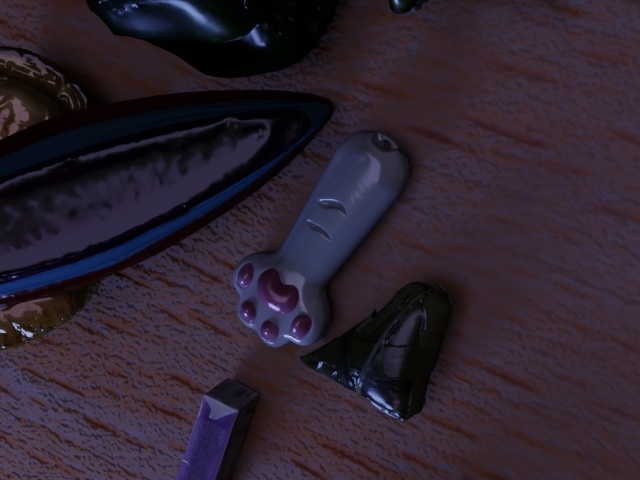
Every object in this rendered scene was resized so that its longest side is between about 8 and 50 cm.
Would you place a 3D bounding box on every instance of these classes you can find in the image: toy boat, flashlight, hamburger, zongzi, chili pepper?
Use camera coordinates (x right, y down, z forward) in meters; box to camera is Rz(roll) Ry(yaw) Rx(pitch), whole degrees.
[{"bbox_3d":[-0.176,-0.037,0.745,0.392,0.079,0.136,-19,100,6],"label":"toy boat"},{"bbox_3d":[0.000,0.000,0.754,0.093,0.047,0.200,42,112,17],"label":"flashlight"},{"bbox_3d":[-0.248,-0.043,0.840,0.130,0.124,0.262,-4,100,2],"label":"hamburger"},{"bbox_3d":[0.041,0.069,0.742,0.119,0.055,0.109,23,103,33],"label":"zongzi"},{"bbox_3d":[-0.048,-0.210,0.694,0.261,0.174,0.165,-3,70,27],"label":"chili pepper"}]

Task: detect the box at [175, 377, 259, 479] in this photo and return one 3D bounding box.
[{"bbox_3d":[-0.092,0.181,0.818,0.036,0.050,0.117,23,104,15],"label":"box"}]

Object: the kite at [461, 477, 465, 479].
[{"bbox_3d":[0.178,0.292,0.722,0.125,0.008,0.222,-4,94,26],"label":"kite"}]
